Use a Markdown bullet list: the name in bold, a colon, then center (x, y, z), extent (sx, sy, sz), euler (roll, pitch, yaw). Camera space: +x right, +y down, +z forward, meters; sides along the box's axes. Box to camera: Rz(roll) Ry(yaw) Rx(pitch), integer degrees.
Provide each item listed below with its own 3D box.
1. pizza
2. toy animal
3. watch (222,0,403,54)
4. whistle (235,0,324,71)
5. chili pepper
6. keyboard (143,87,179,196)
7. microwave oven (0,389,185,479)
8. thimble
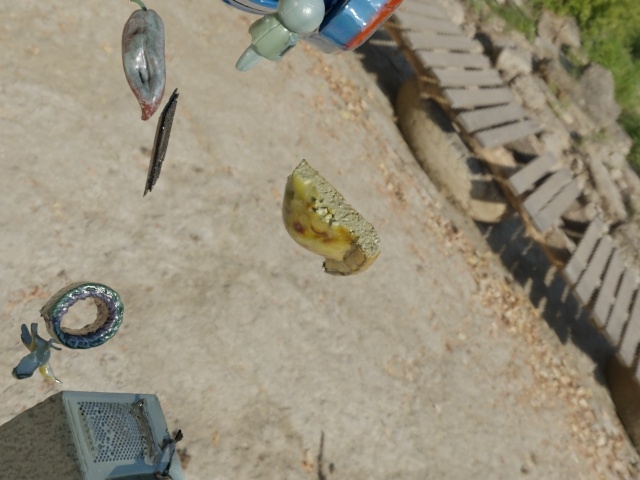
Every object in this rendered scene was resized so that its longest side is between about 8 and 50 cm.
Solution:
- **pizza**: center (-0.004, -0.008, 1.190), extent (0.080, 0.204, 0.188), euler (-37, 80, -20)
- **toy animal**: center (-0.656, 0.276, 1.820), extent (0.155, 0.095, 0.219), euler (41, 9, -19)
- **watch**: center (0.000, -0.375, 0.803), extent (0.274, 0.305, 0.241), euler (34, 2, -19)
- **whistle**: center (-0.031, -0.158, 0.573), extent (0.035, 0.100, 0.035), euler (23, 52, -33)
- **chili pepper**: center (-0.210, -0.220, 0.910), extent (0.041, 0.050, 0.153), euler (23, 61, -63)
- **keyboard**: center (-0.254, -0.151, 1.214), extent (0.015, 0.196, 0.074), euler (18, 50, -7)
- **microwave oven**: center (-0.356, 0.485, 1.141), extent (0.236, 0.374, 0.432), euler (27, 35, -63)
- **thimble**: center (-0.437, 0.138, 1.410), extent (0.135, 0.090, 0.118), euler (-30, 103, -27)
